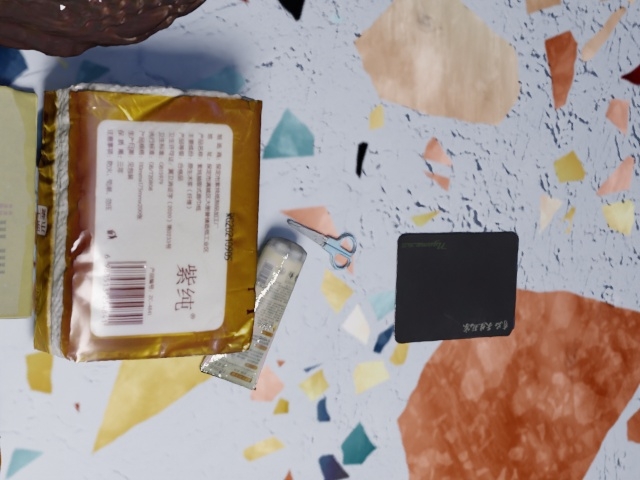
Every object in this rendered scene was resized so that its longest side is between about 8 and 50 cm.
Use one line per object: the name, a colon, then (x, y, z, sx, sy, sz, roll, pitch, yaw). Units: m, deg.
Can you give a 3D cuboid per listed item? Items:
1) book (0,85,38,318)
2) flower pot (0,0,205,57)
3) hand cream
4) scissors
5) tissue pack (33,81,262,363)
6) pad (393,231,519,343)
book: (-0.308, -0.030, 1.025, 0.168, 0.013, 0.192, 0, 95, -32)
flower pot: (-0.244, -0.218, 0.912, 0.267, 0.266, 0.266, -37, 114, -10)
hand cream: (-0.056, 0.065, 1.183, 0.061, 0.039, 0.143, 26, 90, -30)
scissors: (0.000, 0.000, 1.224, 0.083, 0.006, 0.036, 28, 82, -31)
tissue pack: (-0.140, -0.016, 1.082, 0.183, 0.092, 0.226, -1, 94, -35)
pad: (0.141, 0.047, 1.319, 0.157, 0.003, 0.112, -2, 97, -32)
